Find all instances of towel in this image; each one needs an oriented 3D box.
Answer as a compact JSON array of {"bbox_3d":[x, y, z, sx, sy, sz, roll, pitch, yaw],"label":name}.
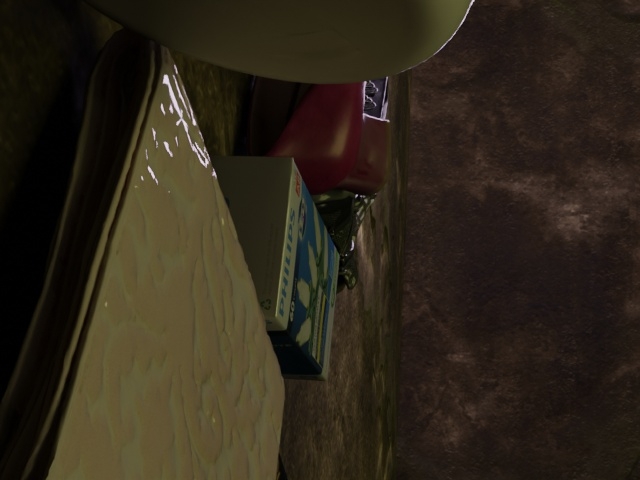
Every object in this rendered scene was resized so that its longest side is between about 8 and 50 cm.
[{"bbox_3d":[-0.086,0.099,0.610,0.317,0.054,0.331,-85,167,-45],"label":"towel"}]

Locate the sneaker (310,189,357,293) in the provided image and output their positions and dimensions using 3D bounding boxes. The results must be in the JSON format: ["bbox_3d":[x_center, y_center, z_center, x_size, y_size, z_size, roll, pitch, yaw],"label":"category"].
[{"bbox_3d":[0.000,0.000,1.162,0.227,0.087,0.130,54,32,-84],"label":"sneaker"}]

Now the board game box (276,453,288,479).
[{"bbox_3d":[-0.057,0.307,0.995,0.243,0.042,0.165,79,16,-53],"label":"board game box"}]

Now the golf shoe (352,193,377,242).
[{"bbox_3d":[0.021,-0.033,1.383,0.198,0.077,0.093,-28,136,-77],"label":"golf shoe"}]

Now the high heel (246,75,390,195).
[{"bbox_3d":[-0.013,-0.229,1.026,0.181,0.127,0.377,8,68,-55],"label":"high heel"}]

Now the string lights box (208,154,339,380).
[{"bbox_3d":[-0.043,0.034,0.932,0.259,0.077,0.133,63,31,-71],"label":"string lights box"}]

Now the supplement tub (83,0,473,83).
[{"bbox_3d":[-0.003,-0.262,0.520,0.228,0.228,0.316,63,41,-71],"label":"supplement tub"}]

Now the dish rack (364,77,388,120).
[{"bbox_3d":[0.039,-0.242,1.406,0.208,0.074,0.271,-81,167,-47],"label":"dish rack"}]
